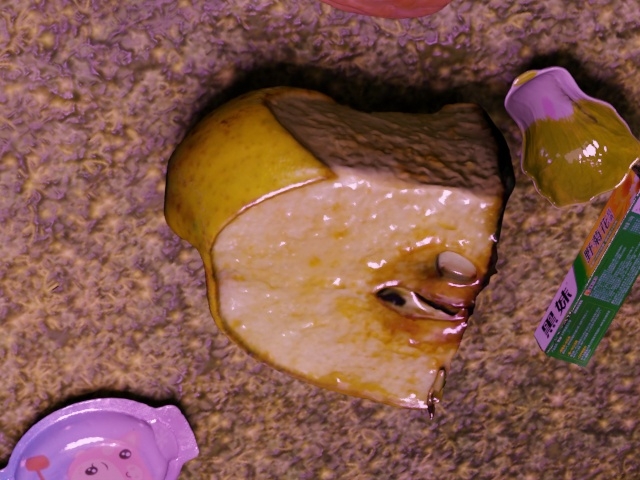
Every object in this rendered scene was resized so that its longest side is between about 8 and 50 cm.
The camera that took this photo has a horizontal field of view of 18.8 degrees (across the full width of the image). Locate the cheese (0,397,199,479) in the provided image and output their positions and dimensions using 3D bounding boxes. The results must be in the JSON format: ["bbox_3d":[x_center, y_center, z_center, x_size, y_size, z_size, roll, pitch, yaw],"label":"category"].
[{"bbox_3d":[-0.222,0.204,1.630,0.245,0.052,0.135,-22,121,1],"label":"cheese"}]

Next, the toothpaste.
[{"bbox_3d":[0.242,0.023,1.637,0.043,0.037,0.178,16,115,-24],"label":"toothpaste"}]

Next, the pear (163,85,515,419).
[{"bbox_3d":[0.000,0.000,1.507,0.255,0.164,0.238,7,128,-10],"label":"pear"}]

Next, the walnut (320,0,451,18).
[{"bbox_3d":[0.031,-0.273,1.327,0.261,0.225,0.225,32,108,-31],"label":"walnut"}]

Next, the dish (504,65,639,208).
[{"bbox_3d":[0.195,-0.093,1.561,0.091,0.039,0.137,-32,120,12],"label":"dish"}]
